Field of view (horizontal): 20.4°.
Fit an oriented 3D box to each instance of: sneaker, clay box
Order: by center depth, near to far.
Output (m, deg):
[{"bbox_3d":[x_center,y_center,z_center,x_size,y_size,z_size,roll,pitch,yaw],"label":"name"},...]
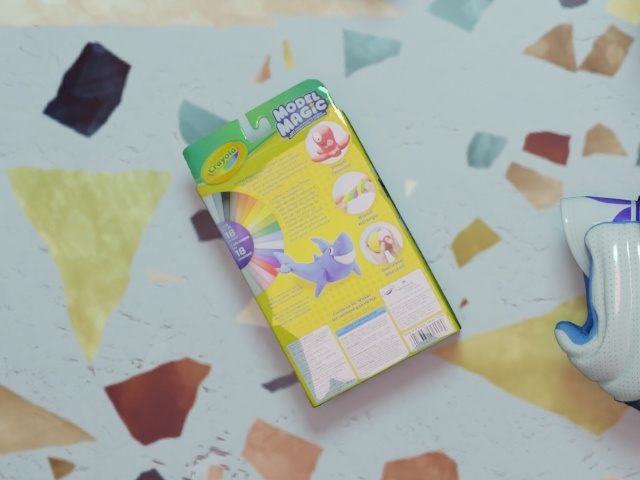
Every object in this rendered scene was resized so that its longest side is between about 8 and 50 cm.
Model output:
[{"bbox_3d":[0.298,-0.020,1.280,0.236,0.130,0.322,22,98,2],"label":"sneaker"},{"bbox_3d":[0.000,0.000,1.355,0.127,0.053,0.222,-28,86,6],"label":"clay box"}]
